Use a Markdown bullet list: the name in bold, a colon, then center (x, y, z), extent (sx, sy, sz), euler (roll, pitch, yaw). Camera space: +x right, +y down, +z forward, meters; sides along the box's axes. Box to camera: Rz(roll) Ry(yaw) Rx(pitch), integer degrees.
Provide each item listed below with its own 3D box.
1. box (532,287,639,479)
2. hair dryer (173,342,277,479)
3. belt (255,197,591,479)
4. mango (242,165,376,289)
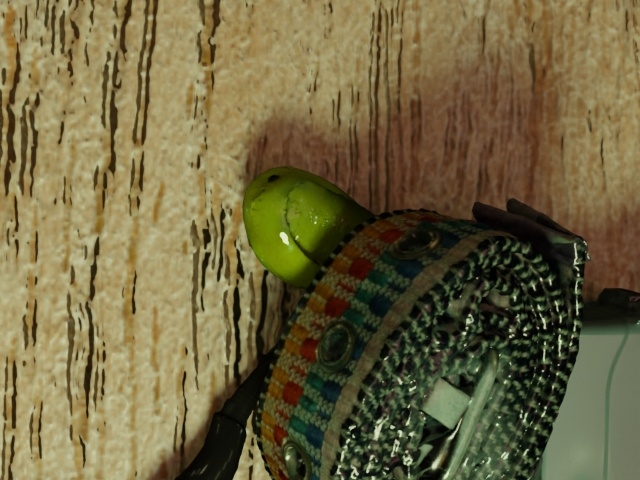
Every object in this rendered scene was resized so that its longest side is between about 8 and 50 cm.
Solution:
- **box**: center (0.228, 0.156, 1.584), extent (0.130, 0.162, 0.227), euler (-1, 94, -11)
- **hair dryer**: center (-0.081, 0.245, 1.501), extent (0.303, 0.120, 0.359), euler (34, 73, -13)
- **belt**: center (0.072, 0.101, 1.477), extent (0.206, 0.160, 0.295), euler (14, 99, -34)
- **mango**: center (0.000, 0.000, 1.523), extent (0.165, 0.074, 0.091), euler (37, 80, -36)
